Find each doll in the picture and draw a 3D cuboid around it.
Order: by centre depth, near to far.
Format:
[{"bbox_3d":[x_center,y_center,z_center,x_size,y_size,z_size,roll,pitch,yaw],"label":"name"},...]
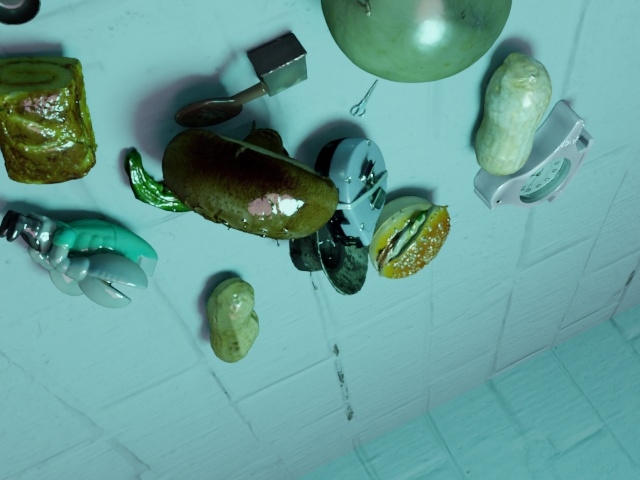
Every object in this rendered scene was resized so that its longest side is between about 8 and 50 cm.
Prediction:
[{"bbox_3d":[-0.420,0.030,1.061,0.258,0.195,0.153,21,88,-19],"label":"doll"}]

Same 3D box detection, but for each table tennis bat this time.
[{"bbox_3d":[-0.167,-0.262,0.973,0.169,0.119,0.107,-16,175,26],"label":"table tennis bat"}]

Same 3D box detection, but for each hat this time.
[{"bbox_3d":[0.000,0.000,1.297,0.128,0.266,0.265,-6,152,22],"label":"hat"}]

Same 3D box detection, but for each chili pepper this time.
[{"bbox_3d":[-0.278,-0.093,1.069,0.073,0.050,0.182,-37,143,22],"label":"chili pepper"}]

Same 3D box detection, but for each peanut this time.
[{"bbox_3d":[-0.200,0.186,1.421,0.125,0.111,0.275,-19,145,-23],"label":"peanut"}]

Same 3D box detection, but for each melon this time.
[{"bbox_3d":[0.137,-0.352,0.868,0.308,0.272,0.272,22,121,-42],"label":"melon"}]

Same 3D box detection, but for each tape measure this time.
[{"bbox_3d":[0.063,-0.107,1.179,0.181,0.107,0.182,55,49,-47],"label":"tape measure"}]

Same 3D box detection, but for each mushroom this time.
[{"bbox_3d":[-0.116,-0.095,1.009,0.296,0.278,0.163,21,110,-2],"label":"mushroom"}]

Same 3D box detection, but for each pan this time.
[{"bbox_3d":[-0.402,-0.300,0.736,0.115,0.023,0.068,-4,138,-37],"label":"pan"}]

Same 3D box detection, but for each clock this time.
[{"bbox_3d":[0.537,-0.201,1.500,0.275,0.080,0.290,-10,140,-27],"label":"clock"}]

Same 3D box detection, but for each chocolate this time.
[{"bbox_3d":[0.406,-0.258,1.286,0.134,0.134,0.309,-22,144,-11],"label":"chocolate"}]

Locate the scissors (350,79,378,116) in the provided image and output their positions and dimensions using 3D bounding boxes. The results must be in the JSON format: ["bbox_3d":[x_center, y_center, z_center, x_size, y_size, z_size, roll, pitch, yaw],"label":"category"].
[{"bbox_3d":[0.088,-0.268,1.151,0.036,0.006,0.083,3,133,-41],"label":"scissors"}]

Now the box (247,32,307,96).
[{"bbox_3d":[-0.064,-0.281,0.980,0.084,0.060,0.063,-28,150,-5],"label":"box"}]

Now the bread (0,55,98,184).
[{"bbox_3d":[-0.387,-0.164,0.850,0.131,0.103,0.172,-8,144,-18],"label":"bread"}]

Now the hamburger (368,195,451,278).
[{"bbox_3d":[0.208,-0.003,1.444,0.236,0.147,0.237,-24,142,-20],"label":"hamburger"}]
